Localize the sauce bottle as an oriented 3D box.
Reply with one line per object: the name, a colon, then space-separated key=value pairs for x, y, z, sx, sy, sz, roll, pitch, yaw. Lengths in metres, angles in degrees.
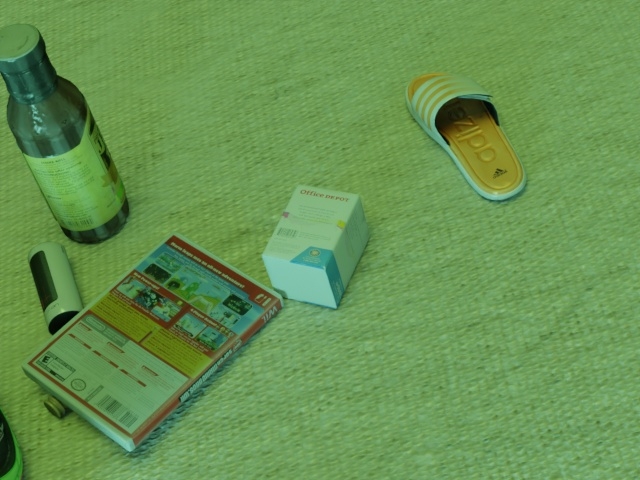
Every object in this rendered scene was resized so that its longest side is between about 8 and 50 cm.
sauce bottle: x=-0.350 y=-0.140 z=1.862 sx=0.111 sy=0.344 sz=0.111 roll=-6 pitch=51 yaw=7

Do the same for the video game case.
video game case: x=-0.215 y=0.122 z=1.799 sx=0.204 sy=0.025 sz=0.285 roll=30 pitch=59 yaw=30

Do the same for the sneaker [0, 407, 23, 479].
sneaker: x=-0.529 y=0.146 z=1.770 sx=0.185 sy=0.202 sz=0.483 roll=-36 pitch=52 yaw=-15

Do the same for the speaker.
speaker: x=-0.356 y=0.067 z=1.886 sx=0.055 sy=0.055 sz=0.136 roll=-23 pitch=50 yaw=-4

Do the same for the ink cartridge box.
ink cartridge box: x=0.000 y=0.000 z=1.820 sx=0.092 sy=0.090 sz=0.143 roll=12 pitch=55 yaw=23

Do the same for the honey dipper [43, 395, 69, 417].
honey dipper: x=-0.293 y=0.163 z=1.807 sx=0.030 sy=0.030 sz=0.161 roll=27 pitch=61 yaw=31

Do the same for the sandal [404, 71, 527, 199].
sandal: x=0.203 y=-0.166 z=1.910 sx=0.102 sy=0.076 sz=0.265 roll=-27 pitch=50 yaw=-7
